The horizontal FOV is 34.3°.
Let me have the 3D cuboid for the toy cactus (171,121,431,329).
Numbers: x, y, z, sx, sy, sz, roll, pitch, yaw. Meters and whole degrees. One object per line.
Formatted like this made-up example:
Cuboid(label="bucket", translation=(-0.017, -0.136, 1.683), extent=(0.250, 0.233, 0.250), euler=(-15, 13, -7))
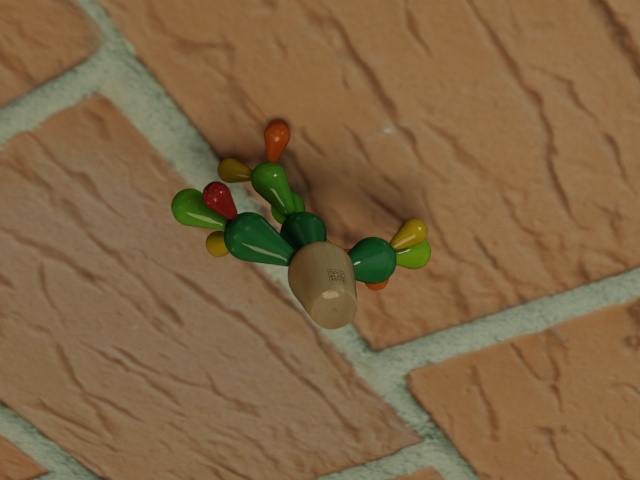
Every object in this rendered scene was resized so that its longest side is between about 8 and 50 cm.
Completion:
Cuboid(label="toy cactus", translation=(0.000, 0.000, 0.797), extent=(0.219, 0.180, 0.112), euler=(21, 111, -22))
